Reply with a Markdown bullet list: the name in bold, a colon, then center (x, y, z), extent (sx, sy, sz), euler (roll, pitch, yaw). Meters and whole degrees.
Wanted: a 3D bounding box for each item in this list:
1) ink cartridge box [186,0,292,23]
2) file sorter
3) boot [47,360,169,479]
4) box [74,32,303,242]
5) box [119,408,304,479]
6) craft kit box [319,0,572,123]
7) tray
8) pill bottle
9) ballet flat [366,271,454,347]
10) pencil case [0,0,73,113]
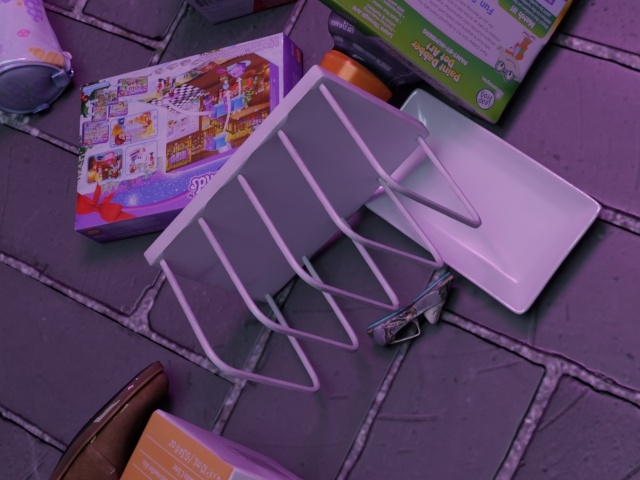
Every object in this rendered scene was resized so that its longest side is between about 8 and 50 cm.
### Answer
- **ink cartridge box**: center (-0.122, -0.368, 1.634), extent (0.128, 0.176, 0.127), euler (-11, 68, 24)
- **file sorter**: center (0.000, 0.000, 1.397), extent (0.277, 0.193, 0.173), euler (-47, 53, 18)
- **boot**: center (-0.253, 0.277, 1.542), extent (0.115, 0.112, 0.305), euler (36, 87, 2)
- **box**: center (-0.161, -0.121, 1.637), extent (0.293, 0.057, 0.200), euler (-10, 68, 24)
- **box**: center (-0.138, 0.377, 1.343), extent (0.215, 0.168, 0.345), euler (17, 80, 61)
- **craft kit box**: center (0.155, -0.292, 1.431), extent (0.246, 0.250, 0.061), euler (-58, 26, -3)
- **tray**: center (0.162, -0.044, 1.460), extent (0.270, 0.030, 0.145), euler (37, 91, 32)
- **pill bottle**: center (0.094, -0.267, 1.514), extent (0.130, 0.130, 0.245), euler (32, 89, 32)
- **ballet flat**: center (0.104, 0.079, 1.447), extent (0.114, 0.041, 0.041), euler (-35, 60, 13)
- **pencil case**: center (-0.417, -0.304, 1.802), extent (0.124, 0.113, 0.273), euler (-25, 63, 8)
